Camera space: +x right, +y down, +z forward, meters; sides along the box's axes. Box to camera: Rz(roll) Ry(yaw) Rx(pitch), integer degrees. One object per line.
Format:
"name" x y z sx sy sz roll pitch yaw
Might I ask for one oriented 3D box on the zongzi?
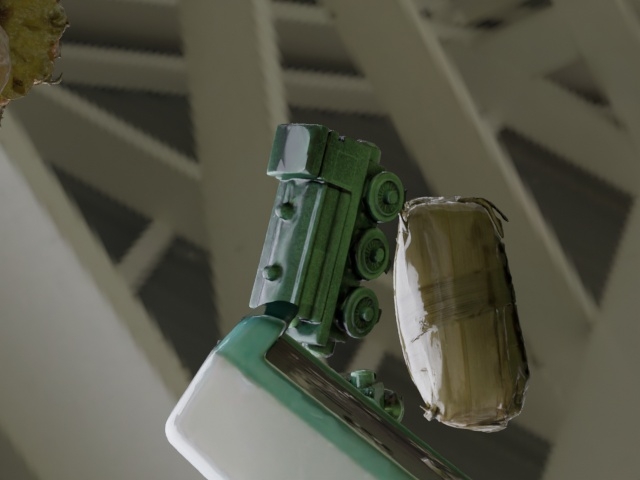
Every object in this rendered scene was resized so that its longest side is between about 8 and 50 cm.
"zongzi" 0.112 0.061 1.520 0.197 0.099 0.194 60 -158 -86

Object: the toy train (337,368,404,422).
"toy train" 0.022 0.237 1.976 0.083 0.132 0.200 -4 -86 -71

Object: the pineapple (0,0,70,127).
"pineapple" -0.322 -0.201 1.661 0.221 0.047 0.221 0 -91 -27

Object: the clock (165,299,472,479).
"clock" 0.032 0.134 0.784 0.231 0.116 0.262 39 179 0

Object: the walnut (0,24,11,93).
"walnut" -0.331 -0.155 1.485 0.184 0.155 0.155 56 -164 -78

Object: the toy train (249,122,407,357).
"toy train" 0.000 0.000 1.386 0.111 0.071 0.170 21 -101 -44
